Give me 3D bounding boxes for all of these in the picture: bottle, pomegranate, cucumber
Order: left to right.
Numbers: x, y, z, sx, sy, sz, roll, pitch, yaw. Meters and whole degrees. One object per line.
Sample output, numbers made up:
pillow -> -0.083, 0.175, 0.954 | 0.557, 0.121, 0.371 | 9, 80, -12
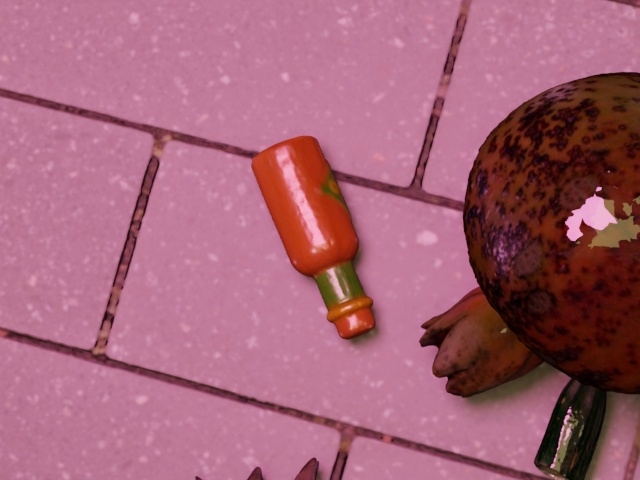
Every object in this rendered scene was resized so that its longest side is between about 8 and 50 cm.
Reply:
bottle -> 0.000, 0.000, 1.672 | 0.069, 0.069, 0.187 | -23, 80, 5
cucumber -> 0.222, 0.162, 1.619 | 0.048, 0.048, 0.105 | 18, 81, 12
pomegranate -> 0.219, 0.025, 1.552 | 0.341, 0.285, 0.285 | -45, 75, 31

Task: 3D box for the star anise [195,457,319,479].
star anise -> -0.050, 0.285, 1.635 | 0.182, 0.065, 0.195 | 7, 87, 12
